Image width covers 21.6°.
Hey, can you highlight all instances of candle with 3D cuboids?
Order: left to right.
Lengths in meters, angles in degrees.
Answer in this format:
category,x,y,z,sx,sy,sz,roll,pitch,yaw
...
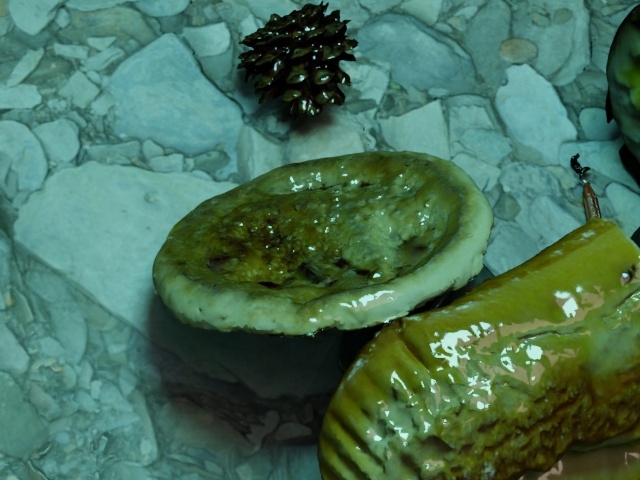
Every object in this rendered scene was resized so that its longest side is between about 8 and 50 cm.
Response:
category,x,y,z,sx,sy,sz,roll,pitch,yaw
candle,0.313,-0.023,1.910,0.026,0.021,0.167,-10,67,3

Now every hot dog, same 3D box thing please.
category,x,y,z,sx,sy,sz,roll,pitch,yaw
hot dog,0.164,0.199,1.589,0.365,0.367,0.196,-28,39,-23

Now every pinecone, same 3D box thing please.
category,x,y,z,sx,sy,sz,roll,pitch,yaw
pinecone,-0.020,-0.198,1.849,0.140,0.140,0.121,-31,110,-26

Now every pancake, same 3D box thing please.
category,x,y,z,sx,sy,sz,roll,pitch,yaw
pancake,0.001,0.002,1.666,0.356,0.065,0.356,-9,31,6

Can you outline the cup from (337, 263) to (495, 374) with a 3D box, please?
category,x,y,z,sx,sy,sz,roll,pitch,yaw
cup,0.136,0.098,1.730,0.150,0.199,0.199,37,59,-16

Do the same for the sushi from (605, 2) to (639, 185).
category,x,y,z,sx,sy,sz,roll,pitch,yaw
sushi,0.488,-0.188,1.882,0.281,0.299,0.294,33,56,19

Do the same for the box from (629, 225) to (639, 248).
category,x,y,z,sx,sy,sz,roll,pitch,yaw
box,0.494,0.105,1.788,0.345,0.204,0.251,16,62,-6
